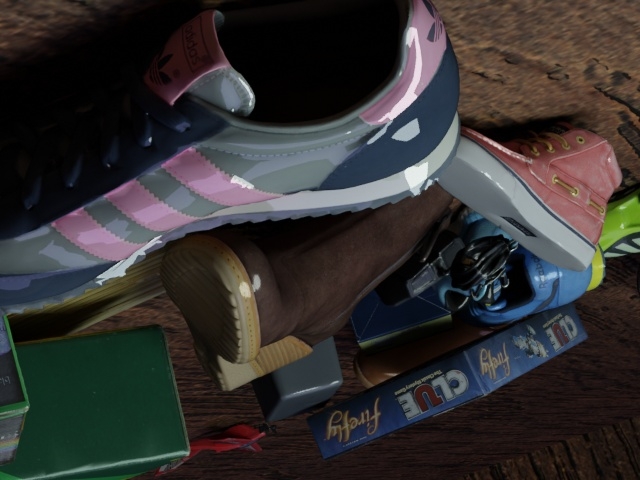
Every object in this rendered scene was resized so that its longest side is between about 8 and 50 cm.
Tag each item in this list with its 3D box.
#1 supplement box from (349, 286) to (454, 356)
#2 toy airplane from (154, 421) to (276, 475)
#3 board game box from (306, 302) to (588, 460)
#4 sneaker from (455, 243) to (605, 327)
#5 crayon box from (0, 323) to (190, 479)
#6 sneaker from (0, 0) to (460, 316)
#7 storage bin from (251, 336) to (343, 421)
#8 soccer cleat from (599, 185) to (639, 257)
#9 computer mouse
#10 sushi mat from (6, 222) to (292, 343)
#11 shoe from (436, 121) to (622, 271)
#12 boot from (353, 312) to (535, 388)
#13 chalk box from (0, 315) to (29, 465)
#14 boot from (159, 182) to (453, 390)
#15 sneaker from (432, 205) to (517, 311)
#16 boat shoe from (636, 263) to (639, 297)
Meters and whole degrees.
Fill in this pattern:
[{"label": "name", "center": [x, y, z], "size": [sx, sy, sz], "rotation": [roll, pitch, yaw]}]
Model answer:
[{"label": "supplement box", "center": [0.065, 0.055, 1.674], "size": [0.083, 0.056, 0.083], "rotation": [-17, 167, 2]}, {"label": "toy airplane", "center": [-0.120, 0.230, 2.222], "size": [0.151, 0.028, 0.151], "rotation": [-15, 165, -4]}, {"label": "board game box", "center": [0.115, 0.119, 1.720], "size": [0.165, 0.042, 0.243], "rotation": [-26, 176, 29]}, {"label": "sneaker", "center": [0.148, 0.035, 1.634], "size": [0.082, 0.069, 0.209], "rotation": [-15, 175, -27]}, {"label": "crayon box", "center": [-0.315, 0.164, 1.454], "size": [0.313, 0.106, 0.363], "rotation": [-8, 170, -30]}, {"label": "sneaker", "center": [-0.087, -0.058, 0.970], "size": [0.319, 0.112, 0.131], "rotation": [-18, 150, -7]}, {"label": "storage bin", "center": [-0.032, 0.096, 1.647], "size": [0.098, 0.091, 0.135], "rotation": [-14, 166, -13]}, {"label": "soccer cleat", "center": [0.267, -0.017, 1.650], "size": [0.179, 0.060, 0.072], "rotation": [-14, 178, 15]}, {"label": "computer mouse", "center": [0.084, 0.012, 1.452], "size": [0.071, 0.041, 0.242], "rotation": [-36, -174, -14]}, {"label": "sushi mat", "center": [-0.182, 0.047, 1.414], "size": [0.317, 0.019, 0.151], "rotation": [-24, 166, 27]}, {"label": "shoe", "center": [0.140, -0.052, 1.337], "size": [0.063, 0.081, 0.178], "rotation": [11, 162, 46]}, {"label": "boot", "center": [0.136, 0.082, 1.880], "size": [0.197, 0.073, 0.152], "rotation": [-11, 158, -18]}, {"label": "chalk box", "center": [-0.251, 0.064, 1.161], "size": [0.132, 0.132, 0.213], "rotation": [-12, 165, -15]}, {"label": "boot", "center": [0.000, 0.000, 1.320], "size": [0.207, 0.090, 0.248], "rotation": [-38, 166, -12]}, {"label": "sneaker", "center": [0.135, 0.010, 1.542], "size": [0.063, 0.073, 0.162], "rotation": [-10, 165, -27]}, {"label": "boat shoe", "center": [0.457, 0.013, 1.873], "size": [0.306, 0.113, 0.105], "rotation": [-7, -178, -4]}]
